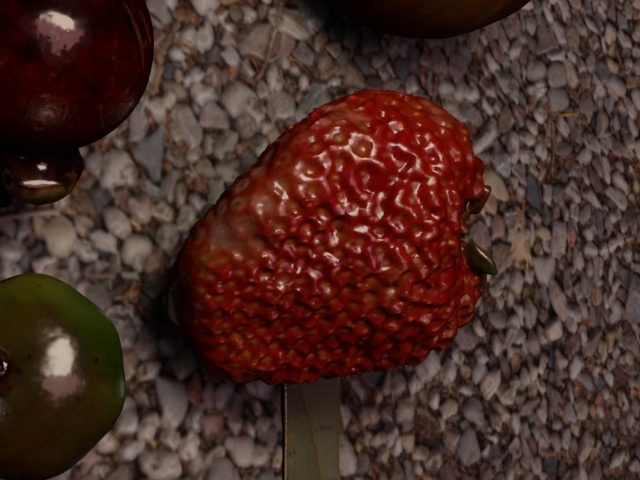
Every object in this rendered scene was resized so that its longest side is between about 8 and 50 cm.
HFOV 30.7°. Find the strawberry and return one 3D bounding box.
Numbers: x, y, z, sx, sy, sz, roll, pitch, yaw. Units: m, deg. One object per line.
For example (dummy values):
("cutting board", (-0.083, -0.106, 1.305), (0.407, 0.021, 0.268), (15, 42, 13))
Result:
("strawberry", (0.000, 0.000, 1.195), (0.351, 0.267, 0.312), (-21, 129, -25))

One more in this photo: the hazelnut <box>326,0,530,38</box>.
("hazelnut", (0.143, -0.435, 1.337), (0.359, 0.359, 0.410), (12, 85, -40))

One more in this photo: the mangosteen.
("mangosteen", (-0.258, -0.145, 1.033), (0.215, 0.215, 0.258), (-2, 114, -41))

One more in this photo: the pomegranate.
("pomegranate", (-0.250, 0.122, 1.029), (0.209, 0.179, 0.180), (33, 56, -78))

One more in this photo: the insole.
("insole", (-0.002, 0.287, 1.312), (0.119, 0.009, 0.348), (2, 83, -40))
